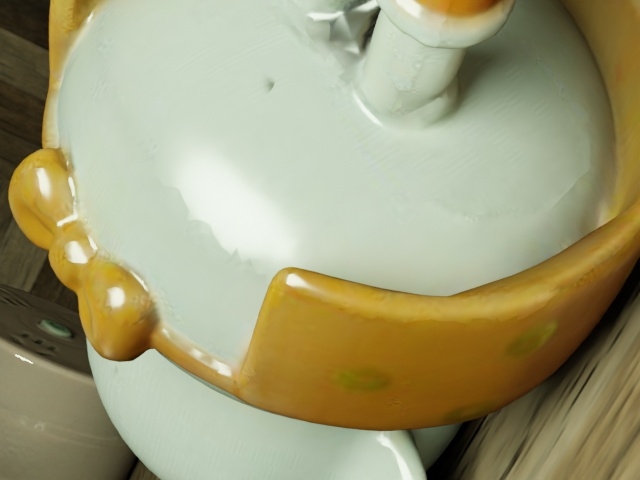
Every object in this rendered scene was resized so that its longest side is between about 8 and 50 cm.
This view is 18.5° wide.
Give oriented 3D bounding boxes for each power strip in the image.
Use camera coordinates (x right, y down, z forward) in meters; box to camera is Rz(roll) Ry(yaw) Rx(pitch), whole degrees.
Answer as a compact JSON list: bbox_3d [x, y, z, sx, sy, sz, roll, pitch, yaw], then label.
[{"bbox_3d":[-0.166,0.084,1.141,0.154,0.154,0.078,-111,45,-79],"label":"power strip"}]

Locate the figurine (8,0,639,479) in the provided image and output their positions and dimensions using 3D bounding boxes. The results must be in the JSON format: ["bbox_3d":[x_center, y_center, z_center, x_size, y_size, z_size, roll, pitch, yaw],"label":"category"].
[{"bbox_3d":[-0.007,0.001,0.448,0.271,0.143,0.143,-55,12,41],"label":"figurine"}]
